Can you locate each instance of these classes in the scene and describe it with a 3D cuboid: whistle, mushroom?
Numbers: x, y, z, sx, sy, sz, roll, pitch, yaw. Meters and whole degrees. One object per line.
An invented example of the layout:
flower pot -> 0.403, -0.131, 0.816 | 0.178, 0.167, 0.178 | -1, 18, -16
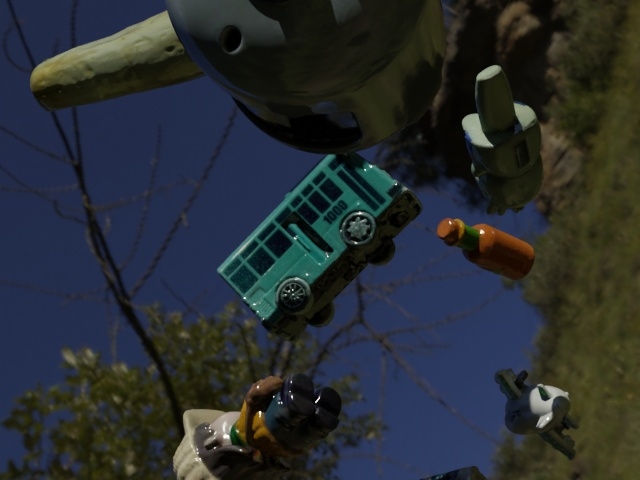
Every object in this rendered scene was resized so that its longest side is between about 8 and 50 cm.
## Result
whistle -> 0.240, -0.127, 1.512 | 0.110, 0.092, 0.244 | -33, -48, -11
mushroom -> -0.172, -0.222, 1.323 | 0.333, 0.107, 0.087 | -12, -62, 16

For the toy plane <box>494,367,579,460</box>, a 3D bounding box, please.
toy plane -> 0.324, 0.258, 1.725 | 0.080, 0.174, 0.174 | -42, -40, -16

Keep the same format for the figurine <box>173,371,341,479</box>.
figurine -> -0.118, 0.360, 1.974 | 0.185, 0.204, 0.332 | 34, -37, -26

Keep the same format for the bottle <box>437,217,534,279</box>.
bottle -> 0.258, 0.008, 1.820 | 0.187, 0.069, 0.069 | 23, -74, -37

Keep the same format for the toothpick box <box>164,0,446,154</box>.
toothpick box -> -0.002, -0.228, 1.032 | 0.263, 0.263, 0.355 | -48, -8, 2

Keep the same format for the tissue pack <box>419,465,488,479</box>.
tissue pack -> 0.162, 0.305, 1.366 | 0.083, 0.042, 0.062 | -23, -65, 34

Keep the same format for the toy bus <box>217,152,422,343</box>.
toy bus -> 0.000, 0.000, 1.517 | 0.256, 0.147, 0.128 | -46, -20, 2
